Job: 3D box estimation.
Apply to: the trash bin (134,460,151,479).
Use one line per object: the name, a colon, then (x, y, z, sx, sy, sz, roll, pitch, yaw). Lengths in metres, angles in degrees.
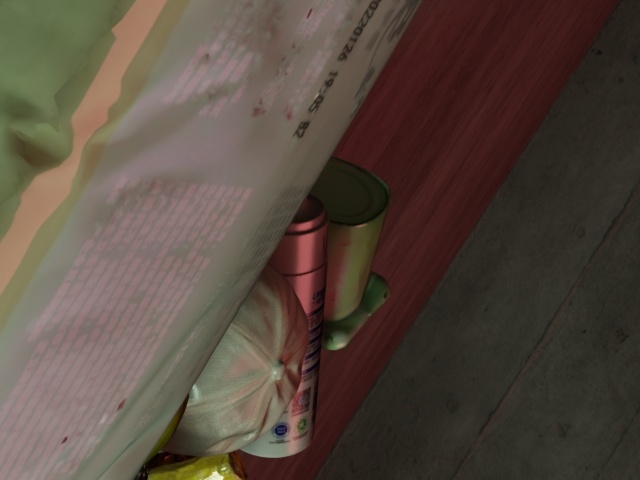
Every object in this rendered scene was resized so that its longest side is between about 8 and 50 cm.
trash bin: (-0.206, 0.197, 1.215, 0.175, 0.175, 0.161, -13, 122, -76)

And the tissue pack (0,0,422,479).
tissue pack: (-0.119, -0.062, 0.648, 0.405, 0.205, 0.332, -60, 170, 9)

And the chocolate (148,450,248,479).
chocolate: (-0.165, 0.253, 1.504, 0.219, 0.086, 0.085, -30, 177, 16)

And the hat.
hat: (-0.103, 0.119, 1.449, 0.232, 0.161, 0.275, -48, 170, -26)

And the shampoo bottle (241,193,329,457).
shampoo bottle: (-0.041, 0.061, 1.573, 0.092, 0.092, 0.303, -43, 142, -55)

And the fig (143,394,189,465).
fig: (-0.190, 0.092, 1.016, 0.233, 0.167, 0.167, -22, 178, 14)

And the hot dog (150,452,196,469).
hot dog: (-0.186, 0.295, 1.754, 0.227, 0.099, 0.160, -63, 169, 17)

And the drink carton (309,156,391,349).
drink carton: (0.000, 0.000, 1.660, 0.146, 0.144, 0.142, -47, 156, -49)
